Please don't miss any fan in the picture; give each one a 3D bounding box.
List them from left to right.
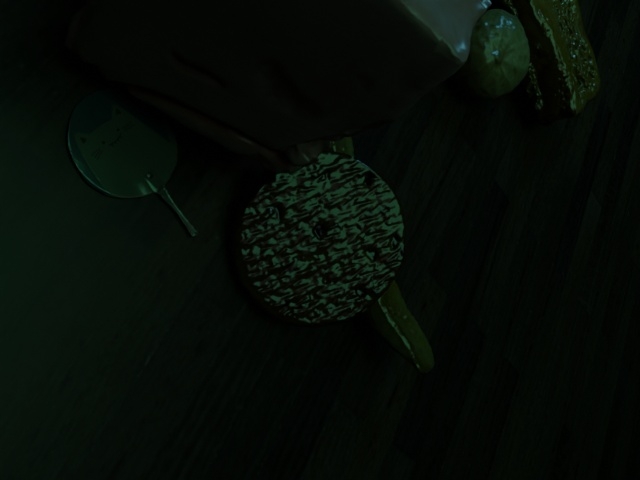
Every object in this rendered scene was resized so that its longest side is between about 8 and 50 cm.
[{"bbox_3d":[-0.179,-0.072,0.592,0.113,0.005,0.175,-50,116,-34],"label":"fan"}]

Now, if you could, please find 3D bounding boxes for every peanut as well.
[{"bbox_3d":[0.281,-0.304,0.959,0.159,0.109,0.140,-38,110,-39],"label":"peanut"}]

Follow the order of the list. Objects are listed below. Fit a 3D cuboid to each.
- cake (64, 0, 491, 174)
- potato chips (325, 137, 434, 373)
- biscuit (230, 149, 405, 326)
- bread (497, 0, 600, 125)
[{"bbox_3d":[-0.010,-0.264,0.523,0.293,0.314,0.306,32,60,-18],"label":"cake"},{"bbox_3d":[0.051,-0.009,0.746,0.057,0.080,0.406,-32,106,-56],"label":"potato chips"},{"bbox_3d":[0.000,0.000,0.676,0.212,0.036,0.212,-1,95,-15],"label":"biscuit"},{"bbox_3d":[0.399,-0.408,1.080,0.185,0.109,0.380,-36,108,-34],"label":"bread"}]
